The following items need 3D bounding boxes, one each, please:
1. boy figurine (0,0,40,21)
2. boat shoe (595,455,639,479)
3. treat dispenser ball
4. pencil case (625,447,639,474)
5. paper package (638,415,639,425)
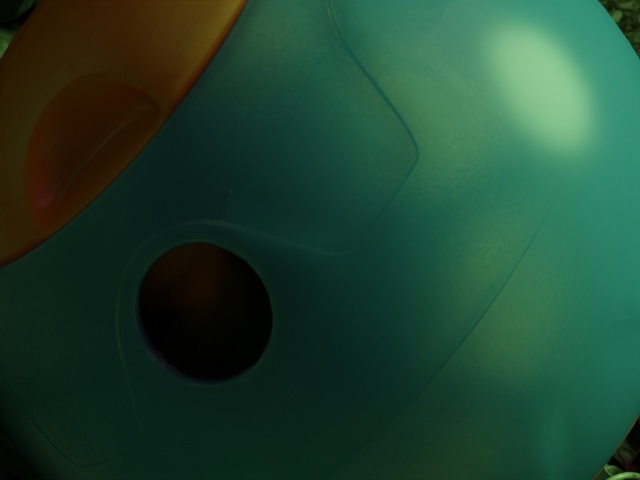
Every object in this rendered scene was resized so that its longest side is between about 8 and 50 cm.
[{"bbox_3d":[-0.144,-0.178,1.191,0.177,0.092,0.285,29,14,21],"label":"boy figurine"},{"bbox_3d":[0.138,0.157,0.984,0.254,0.095,0.079,43,2,-28],"label":"boat shoe"},{"bbox_3d":[0.000,0.000,0.722,0.288,0.288,0.288,37,17,-13],"label":"treat dispenser ball"},{"bbox_3d":[0.314,0.199,1.256,0.209,0.098,0.095,35,17,-17],"label":"pencil case"},{"bbox_3d":[0.307,0.120,1.047,0.309,0.168,0.325,34,36,-50],"label":"paper package"}]
